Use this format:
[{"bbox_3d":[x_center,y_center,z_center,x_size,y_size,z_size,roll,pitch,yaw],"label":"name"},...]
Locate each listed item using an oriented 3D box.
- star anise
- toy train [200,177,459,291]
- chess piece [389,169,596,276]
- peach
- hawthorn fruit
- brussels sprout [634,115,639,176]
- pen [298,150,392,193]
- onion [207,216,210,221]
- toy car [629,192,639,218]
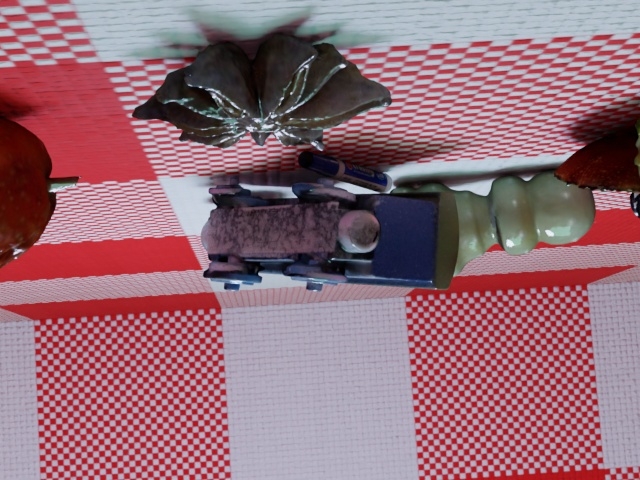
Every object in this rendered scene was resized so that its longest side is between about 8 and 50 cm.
[{"bbox_3d":[-0.042,-0.113,0.948,0.195,0.065,0.182,1,167,-9],"label":"star anise"},{"bbox_3d":[0.000,0.000,1.445,0.202,0.131,0.300,5,178,-37],"label":"toy train"},{"bbox_3d":[0.218,-0.029,1.578,0.243,0.133,0.133,-13,171,12],"label":"chess piece"},{"bbox_3d":[0.340,-0.083,1.330,0.189,0.068,0.279,6,-174,30],"label":"peach"},{"bbox_3d":[-0.317,-0.029,1.077,0.174,0.173,0.179,-10,170,39],"label":"hawthorn fruit"},{"bbox_3d":[0.373,-0.075,1.164,0.122,0.149,0.151,-16,-144,-14],"label":"brussels sprout"},{"bbox_3d":[0.030,-0.077,1.417,0.025,0.025,0.204,-7,172,26],"label":"pen"},{"bbox_3d":[-0.092,-0.004,1.627,0.115,0.104,0.115,31,-179,-1],"label":"onion"},{"bbox_3d":[0.462,-0.062,1.581,0.080,0.070,0.171,2,169,-40],"label":"toy car"}]
